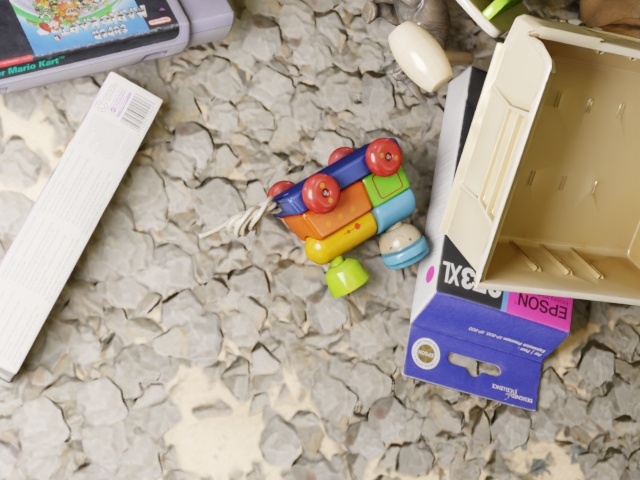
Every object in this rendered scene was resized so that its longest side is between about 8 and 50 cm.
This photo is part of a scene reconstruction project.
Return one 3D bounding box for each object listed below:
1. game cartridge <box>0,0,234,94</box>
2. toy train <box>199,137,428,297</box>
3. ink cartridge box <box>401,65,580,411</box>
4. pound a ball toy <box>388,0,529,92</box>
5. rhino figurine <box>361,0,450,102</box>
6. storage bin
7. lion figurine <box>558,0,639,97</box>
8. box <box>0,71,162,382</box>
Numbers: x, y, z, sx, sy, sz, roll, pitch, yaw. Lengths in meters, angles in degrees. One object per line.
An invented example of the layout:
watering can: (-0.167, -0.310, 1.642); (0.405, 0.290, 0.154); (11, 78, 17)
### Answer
game cartridge: (-0.288, -0.265, 1.186); (0.355, 0.068, 0.230); (-18, 64, -25)
toy train: (0.000, 0.000, 1.241); (0.248, 0.105, 0.143); (-31, 102, -26)
ink cartridge box: (0.210, -0.004, 1.342); (0.175, 0.069, 0.371); (17, 72, -17)
pound a ball toy: (0.181, -0.298, 1.298); (0.136, 0.208, 0.319); (49, 24, 0)
rhino figurine: (0.106, -0.280, 1.369); (0.106, 0.073, 0.243); (-3, 80, -34)
storage bin: (0.294, -0.079, 1.222); (0.262, 0.123, 0.260); (7, 114, -20)
lion figurine: (0.372, -0.258, 1.410); (0.392, 0.240, 0.142); (-62, 140, -58)
box: (-0.257, -0.018, 1.155); (0.067, 0.063, 0.324); (28, 67, -12)
